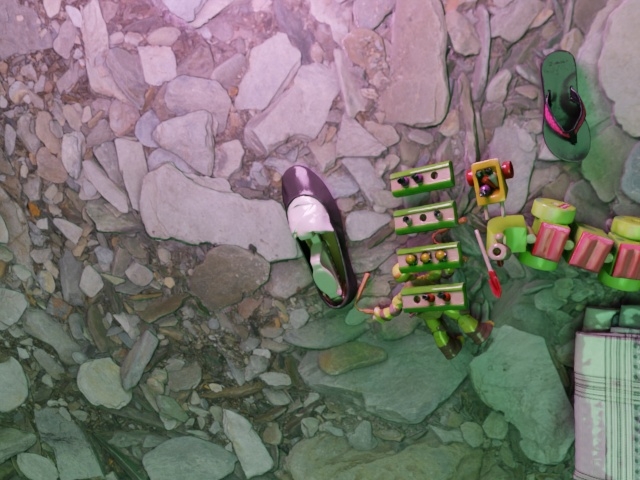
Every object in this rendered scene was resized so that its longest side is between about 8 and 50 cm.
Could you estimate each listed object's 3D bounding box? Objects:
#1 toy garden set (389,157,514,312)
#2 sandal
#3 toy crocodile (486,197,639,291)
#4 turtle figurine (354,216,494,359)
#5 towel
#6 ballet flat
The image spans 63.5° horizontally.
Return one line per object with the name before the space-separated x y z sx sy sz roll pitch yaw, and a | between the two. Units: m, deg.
toy garden set | 0.211 -0.011 0.829 0.204 0.049 0.244 -9 83 34
sandal | 0.382 -0.206 0.811 0.067 0.040 0.179 -13 105 16
toy crocodile | 0.440 0.013 0.839 0.341 0.105 0.115 13 111 7
turtle figurine | 0.207 0.103 0.929 0.217 0.087 0.269 45 111 -5
towel | 0.580 0.271 0.830 0.312 0.056 0.324 2 88 31
ballet flat | 0.000 0.000 0.933 0.095 0.096 0.280 -19 103 18
